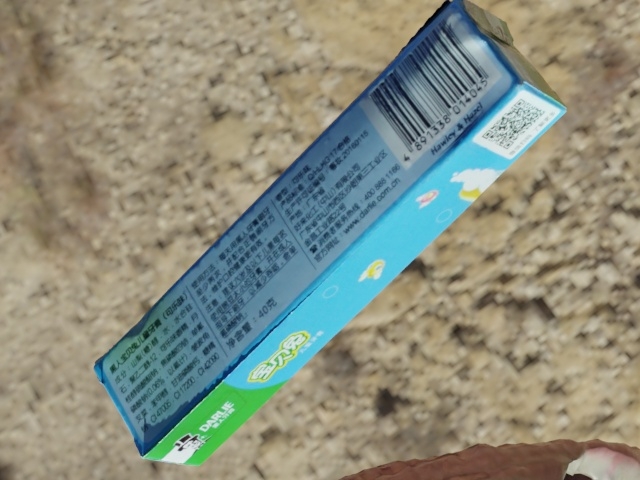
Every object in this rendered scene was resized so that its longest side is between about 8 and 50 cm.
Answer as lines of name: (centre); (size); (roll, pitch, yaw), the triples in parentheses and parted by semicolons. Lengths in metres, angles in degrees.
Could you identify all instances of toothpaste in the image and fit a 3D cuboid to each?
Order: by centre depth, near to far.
toothpaste: (0.000, 0.000, 0.878); (0.267, 0.050, 0.065); (-45, 59, 17)

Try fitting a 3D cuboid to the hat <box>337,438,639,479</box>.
hat: (0.018, 0.164, 0.541); (0.107, 0.286, 0.237); (14, 87, 51)
